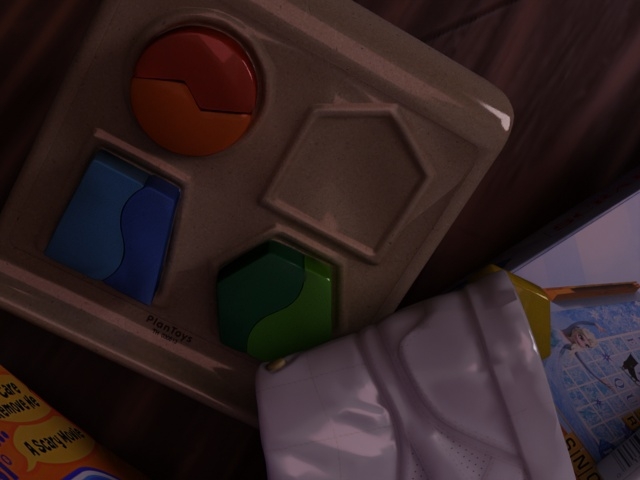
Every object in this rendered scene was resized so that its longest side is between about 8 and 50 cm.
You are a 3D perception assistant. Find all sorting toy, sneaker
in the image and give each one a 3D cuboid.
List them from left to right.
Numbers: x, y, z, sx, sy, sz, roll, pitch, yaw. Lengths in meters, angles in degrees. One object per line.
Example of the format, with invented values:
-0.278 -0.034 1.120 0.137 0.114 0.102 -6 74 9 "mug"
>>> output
0.000 0.000 0.477 0.307 0.041 0.229 28 105 -11 "sorting toy"
0.061 0.172 0.490 0.169 0.108 0.293 -18 105 5 "sneaker"

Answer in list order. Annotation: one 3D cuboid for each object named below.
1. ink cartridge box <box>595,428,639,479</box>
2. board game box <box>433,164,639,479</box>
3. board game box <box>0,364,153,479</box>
0.315 0.140 0.512 0.223 0.045 0.224 -43 95 8 "ink cartridge box"
0.259 0.105 0.567 0.318 0.066 0.319 -33 95 6 "board game box"
-0.136 0.321 0.337 0.356 0.356 0.356 38 89 -5 "board game box"
